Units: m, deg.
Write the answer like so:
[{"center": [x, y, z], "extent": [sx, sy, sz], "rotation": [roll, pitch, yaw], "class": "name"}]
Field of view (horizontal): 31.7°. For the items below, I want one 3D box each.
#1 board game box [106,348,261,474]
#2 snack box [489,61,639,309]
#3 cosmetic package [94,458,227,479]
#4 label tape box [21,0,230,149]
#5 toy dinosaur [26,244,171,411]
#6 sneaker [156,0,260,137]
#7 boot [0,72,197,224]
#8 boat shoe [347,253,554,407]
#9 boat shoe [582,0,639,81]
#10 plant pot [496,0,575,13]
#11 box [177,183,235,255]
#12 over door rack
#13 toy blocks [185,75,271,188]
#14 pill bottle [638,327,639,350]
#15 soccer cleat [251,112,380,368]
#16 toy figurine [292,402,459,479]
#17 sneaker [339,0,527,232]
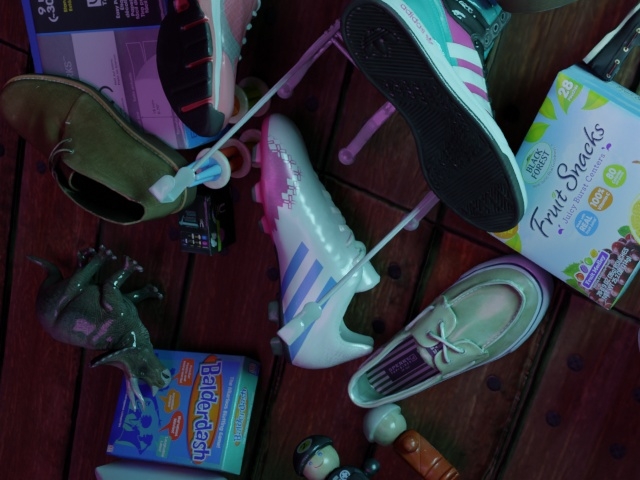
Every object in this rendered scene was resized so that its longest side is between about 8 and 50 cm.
[{"center": [-0.195, 0.239, 1.596], "extent": [0.210, 0.047, 0.160], "rotation": [0, 71, 31], "class": "board game box"}, {"center": [0.295, -0.059, 1.217], "extent": [0.174, 0.070, 0.207], "rotation": [35, 121, 17], "class": "snack box"}, {"center": [-0.171, 0.442, 1.534], "extent": [0.385, 0.156, 0.217], "rotation": [26, 128, 63], "class": "cosmetic package"}, {"center": [-0.296, -0.244, 1.491], "extent": [0.333, 0.106, 0.241], "rotation": [3, 109, 31], "class": "label tape box"}, {"center": [-0.334, 0.092, 1.602], "extent": [0.313, 0.160, 0.121], "rotation": [29, 159, 19], "class": "toy dinosaur"}, {"center": [-0.112, -0.280, 1.324], "extent": [0.116, 0.136, 0.314], "rotation": [3, 97, 52], "class": "sneaker"}, {"center": [-0.307, -0.118, 1.413], "extent": [0.305, 0.115, 0.112], "rotation": [30, 125, 19], "class": "boot"}, {"center": [0.154, 0.124, 1.358], "extent": [0.109, 0.094, 0.302], "rotation": [51, 126, 5], "class": "boat shoe"}, {"center": [0.327, -0.219, 1.153], "extent": [0.042, 0.049, 0.133], "rotation": [43, 127, 5], "class": "boat shoe"}, {"center": [0.202, -0.350, 1.102], "extent": [0.215, 0.215, 0.230], "rotation": [-4, 120, 33], "class": "plant pot"}, {"center": [-0.154, -0.030, 1.510], "extent": [0.052, 0.062, 0.083], "rotation": [7, 111, 28], "class": "box"}, {"center": [0.000, -0.076, 1.294], "extent": [0.324, 0.108, 0.239], "rotation": [-43, 86, -5], "class": "over door rack"}, {"center": [-0.120, -0.131, 1.398], "extent": [0.054, 0.148, 0.123], "rotation": [10, 113, 28], "class": "toy blocks"}, {"center": [0.445, 0.068, 1.135], "extent": [0.131, 0.131, 0.229], "rotation": [47, 125, 9], "class": "pill bottle"}, {"center": [0.000, 0.000, 1.414], "extent": [0.143, 0.116, 0.331], "rotation": [-4, 105, 10], "class": "soccer cleat"}, {"center": [0.047, 0.329, 1.433], "extent": [0.148, 0.213, 0.210], "rotation": [40, 127, 26], "class": "toy figurine"}, {"center": [0.152, -0.168, 1.207], "extent": [0.123, 0.178, 0.295], "rotation": [-16, 115, 45], "class": "sneaker"}]
